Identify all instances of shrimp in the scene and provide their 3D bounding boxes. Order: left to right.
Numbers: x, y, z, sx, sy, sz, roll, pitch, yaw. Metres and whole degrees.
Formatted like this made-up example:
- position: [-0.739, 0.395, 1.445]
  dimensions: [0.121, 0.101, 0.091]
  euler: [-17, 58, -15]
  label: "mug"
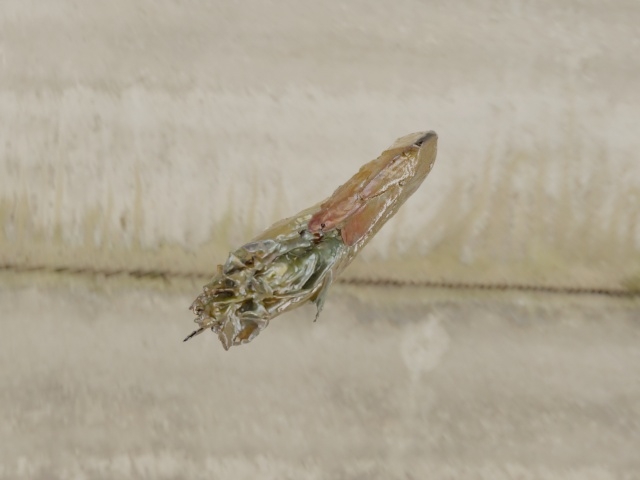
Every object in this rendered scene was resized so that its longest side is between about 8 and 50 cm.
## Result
- position: [0.000, 0.000, 1.153]
  dimensions: [0.068, 0.248, 0.150]
  euler: [43, -44, 5]
  label: "shrimp"
